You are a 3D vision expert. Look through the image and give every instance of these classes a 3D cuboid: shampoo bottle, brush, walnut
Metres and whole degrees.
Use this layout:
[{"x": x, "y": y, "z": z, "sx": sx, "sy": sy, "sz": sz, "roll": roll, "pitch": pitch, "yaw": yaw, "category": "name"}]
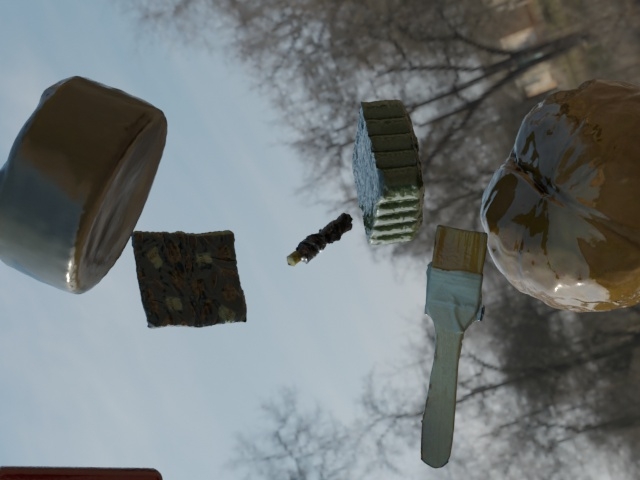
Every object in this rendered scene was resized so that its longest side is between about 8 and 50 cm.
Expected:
[{"x": -0.336, "y": 0.403, "z": 1.604, "sx": 0.076, "sy": 0.314, "sz": 0.118, "roll": 160, "pitch": 113, "yaw": -72, "category": "shampoo bottle"}, {"x": 0.172, "y": 0.149, "z": 1.435, "sx": 0.020, "sy": 0.085, "sz": 0.337, "roll": -33, "pitch": -50, "yaw": -76, "category": "brush"}, {"x": 0.428, "y": -0.059, "z": 1.594, "sx": 0.308, "sy": 0.354, "sz": 0.397, "roll": 44, "pitch": -151, "yaw": 25, "category": "walnut"}]

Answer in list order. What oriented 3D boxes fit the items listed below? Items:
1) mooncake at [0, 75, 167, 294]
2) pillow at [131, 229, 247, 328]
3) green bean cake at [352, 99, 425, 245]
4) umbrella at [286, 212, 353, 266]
[{"x": -0.330, "y": -0.077, "z": 1.422, "sx": 0.284, "sy": 0.155, "sz": 0.284, "roll": 23, "pitch": -90, "yaw": -88, "category": "mooncake"}, {"x": -0.243, "y": 0.071, "z": 1.984, "sx": 0.255, "sy": 0.034, "sz": 0.189, "roll": 1, "pitch": -105, "yaw": -48, "category": "pillow"}, {"x": 0.106, "y": -0.108, "z": 1.665, "sx": 0.185, "sy": 0.094, "sz": 0.183, "roll": 87, "pitch": 175, "yaw": -59, "category": "green bean cake"}, {"x": 0.000, "y": 0.000, "z": 1.733, "sx": 0.144, "sy": 0.040, "sz": 0.037, "roll": -37, "pitch": -84, "yaw": -35, "category": "umbrella"}]
